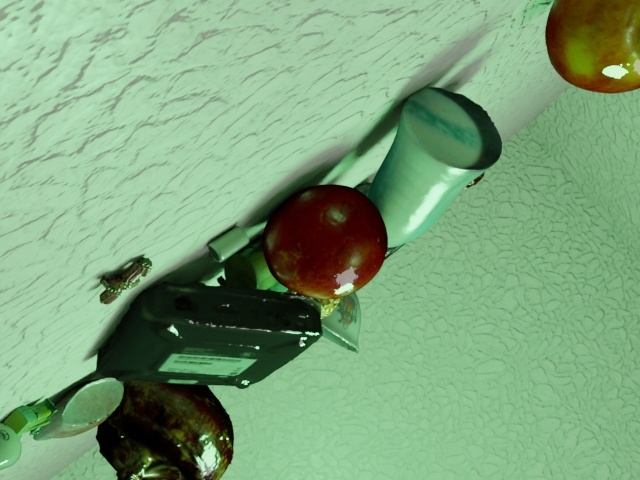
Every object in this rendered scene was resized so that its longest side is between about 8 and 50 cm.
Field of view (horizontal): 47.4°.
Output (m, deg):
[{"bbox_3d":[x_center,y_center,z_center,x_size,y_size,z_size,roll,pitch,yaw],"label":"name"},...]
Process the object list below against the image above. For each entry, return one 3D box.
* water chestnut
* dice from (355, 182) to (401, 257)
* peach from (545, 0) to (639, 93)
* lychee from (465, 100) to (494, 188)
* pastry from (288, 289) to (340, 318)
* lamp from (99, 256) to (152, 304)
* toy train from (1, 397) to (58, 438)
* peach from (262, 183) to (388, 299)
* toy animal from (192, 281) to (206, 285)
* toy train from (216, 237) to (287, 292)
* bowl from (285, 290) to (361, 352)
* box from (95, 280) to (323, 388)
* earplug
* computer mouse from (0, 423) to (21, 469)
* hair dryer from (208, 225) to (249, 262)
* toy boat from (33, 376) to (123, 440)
[{"bbox_3d":[-0.380,0.459,1.698,0.350,0.350,0.302,-43,-171,41],"label":"water chestnut"},{"bbox_3d":[0.103,-0.022,1.800,0.182,0.181,0.183,-39,173,-6],"label":"dice"},{"bbox_3d":[0.518,-0.384,1.253,0.281,0.238,0.281,-164,-90,-79],"label":"peach"},{"bbox_3d":[0.261,-0.191,1.456,0.194,0.194,0.194,-37,174,-5],"label":"lychee"},{"bbox_3d":[0.011,0.055,1.478,0.250,0.102,0.154,-60,159,-20],"label":"pastry"},{"bbox_3d":[-0.262,0.051,0.986,0.083,0.031,0.063,-37,176,-34],"label":"lamp"},{"bbox_3d":[-0.560,0.343,1.389,0.081,0.050,0.122,-46,171,12],"label":"toy train"},{"bbox_3d":[0.000,0.000,1.307,0.243,0.200,0.243,-1,-163,0],"label":"peach"},{"bbox_3d":[-0.246,0.133,1.420,0.114,0.082,0.091,-31,175,-40],"label":"toy animal"},{"bbox_3d":[-0.101,0.045,1.523,0.307,0.126,0.190,-32,134,-45],"label":"toy train"},{"bbox_3d":[-0.020,0.121,1.768,0.157,0.345,0.345,-59,177,-10],"label":"bowl"},{"bbox_3d":[-0.207,0.192,1.358,0.359,0.091,0.350,9,147,-27],"label":"box"},{"bbox_3d":[0.175,-0.102,1.348,0.185,0.185,0.324,-33,163,-36],"label":"earplug"},{"bbox_3d":[-0.577,0.355,1.206,0.181,0.089,0.056,-25,156,-53],"label":"computer mouse"},{"bbox_3d":[-0.167,0.017,1.255,0.063,0.038,0.124,-35,179,-25],"label":"hair dryer"},{"bbox_3d":[-0.563,0.387,1.610,0.282,0.096,0.206,-26,-173,45],"label":"toy boat"}]
